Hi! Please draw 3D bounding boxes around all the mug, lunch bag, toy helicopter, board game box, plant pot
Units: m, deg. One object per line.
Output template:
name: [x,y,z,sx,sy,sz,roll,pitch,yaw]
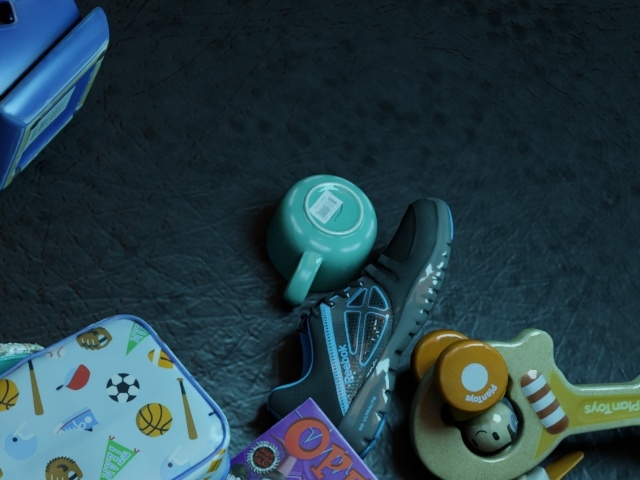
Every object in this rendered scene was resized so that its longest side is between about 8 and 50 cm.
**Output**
mug: [0.007,-0.004,2.137,0.129,0.097,0.158,-4,62,-20]
lunch bag: [-0.258,0.237,1.873,0.303,0.115,0.243,-32,66,-22]
toy helicopter: [0.279,0.218,2.056,0.355,0.140,0.235,-4,94,-12]
board game box: [0.015,0.367,1.898,0.208,0.056,0.347,-36,71,-13]
plant pot: [-0.394,-0.208,2.058,0.212,0.236,0.236,39,56,0]

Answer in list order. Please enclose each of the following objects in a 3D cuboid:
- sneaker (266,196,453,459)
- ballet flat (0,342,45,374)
sneaker: [0.053,0.085,2.055,0.139,0.125,0.341,24,69,1]
ballet flat: [-0.411,0.159,1.924,0.241,0.091,0.077,-23,47,-31]
